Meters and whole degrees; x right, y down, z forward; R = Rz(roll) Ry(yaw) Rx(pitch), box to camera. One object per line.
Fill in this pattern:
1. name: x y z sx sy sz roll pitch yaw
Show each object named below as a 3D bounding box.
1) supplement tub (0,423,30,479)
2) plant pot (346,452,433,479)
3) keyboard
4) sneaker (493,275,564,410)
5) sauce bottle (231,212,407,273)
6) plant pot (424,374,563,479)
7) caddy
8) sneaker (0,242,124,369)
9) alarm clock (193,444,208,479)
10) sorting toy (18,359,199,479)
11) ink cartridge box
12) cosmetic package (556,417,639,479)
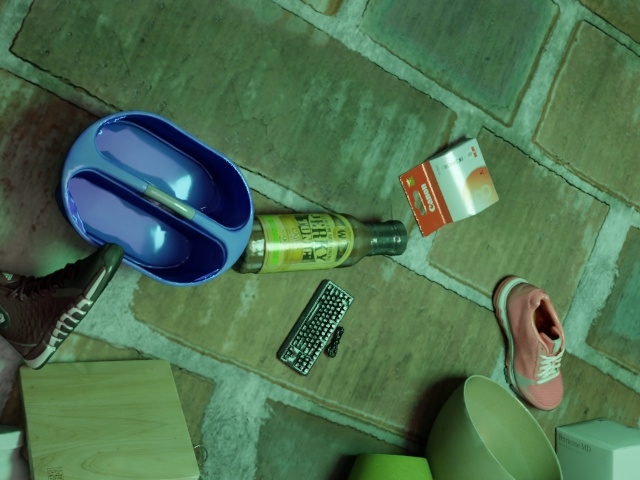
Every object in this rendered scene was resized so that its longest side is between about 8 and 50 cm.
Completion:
1. supplement tub: -0.556 0.434 1.544 0.191 0.191 0.272 3 86 -27
2. plant pot: 0.131 0.565 1.898 0.274 0.274 0.294 12 75 -27
3. keyboard: 0.004 0.176 1.904 0.108 0.023 0.180 37 80 -25
4. sneaker: 0.459 0.232 2.077 0.115 0.136 0.314 -25 107 -21
5. sauce bottle: 0.000 0.000 1.835 0.344 0.111 0.112 -5 98 -27
6. plant pot: 0.321 0.442 1.982 0.284 0.284 0.191 34 117 -26
7. caddy: -0.277 -0.069 1.648 0.341 0.179 0.241 31 81 -26
8. sneaker: -0.445 0.075 1.569 0.162 0.106 0.281 38 114 -10
9. alarm clock: -0.251 0.464 1.788 0.129 0.064 0.192 24 81 -27
10. sorting toy: -0.358 0.324 1.629 0.257 0.255 0.089 1 130 -25
11. ink cartridge box: 0.263 -0.107 1.993 0.179 0.045 0.145 -31 108 -23
12. cosmetic package: 0.637 0.600 2.176 0.155 0.197 0.366 -6 97 -25
